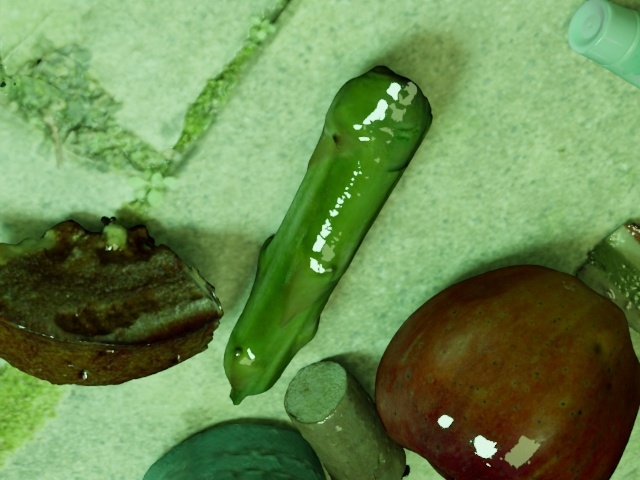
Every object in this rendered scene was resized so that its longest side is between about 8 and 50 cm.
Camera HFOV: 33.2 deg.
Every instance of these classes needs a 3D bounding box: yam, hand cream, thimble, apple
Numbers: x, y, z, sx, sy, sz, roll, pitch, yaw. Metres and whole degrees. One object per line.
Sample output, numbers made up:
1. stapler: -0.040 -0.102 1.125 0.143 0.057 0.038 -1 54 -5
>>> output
1. yam: 0.024 0.184 1.030 0.084 0.084 0.127 -28 124 9
2. hand cream: 0.282 -0.149 0.880 0.174 0.047 0.076 16 122 -30
3. thimble: -0.088 0.303 1.053 0.198 0.143 0.235 23 118 -23
4. apple: 0.173 0.142 0.956 0.234 0.234 0.234 -5 124 -7

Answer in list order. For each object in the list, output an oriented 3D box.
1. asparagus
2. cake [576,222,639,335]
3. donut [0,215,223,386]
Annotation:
1. asparagus: -0.002 -0.001 0.903 0.082 0.085 0.343 17 120 -16
2. cake: 0.352 0.083 0.999 0.220 0.116 0.086 26 121 -26
3. donut: -0.196 0.063 0.884 0.187 0.144 0.126 -22 150 -26
